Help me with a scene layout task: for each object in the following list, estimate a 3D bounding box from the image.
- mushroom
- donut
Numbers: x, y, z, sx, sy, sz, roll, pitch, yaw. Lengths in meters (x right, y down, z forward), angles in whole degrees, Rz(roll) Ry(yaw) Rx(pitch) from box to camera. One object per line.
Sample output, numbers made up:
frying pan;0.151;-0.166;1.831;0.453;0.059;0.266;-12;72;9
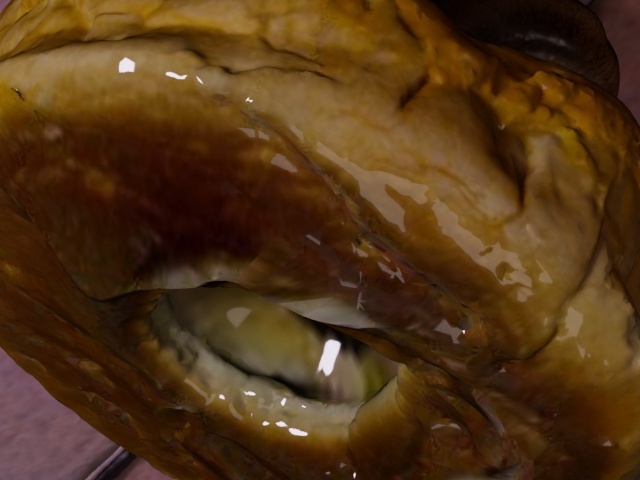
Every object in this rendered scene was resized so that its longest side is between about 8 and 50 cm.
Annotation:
mushroom;0.075;-0.060;0.849;0.127;0.087;0.127;-9;137;-9
donut;0.000;0.000;0.776;0.330;0.160;0.330;21;152;12
